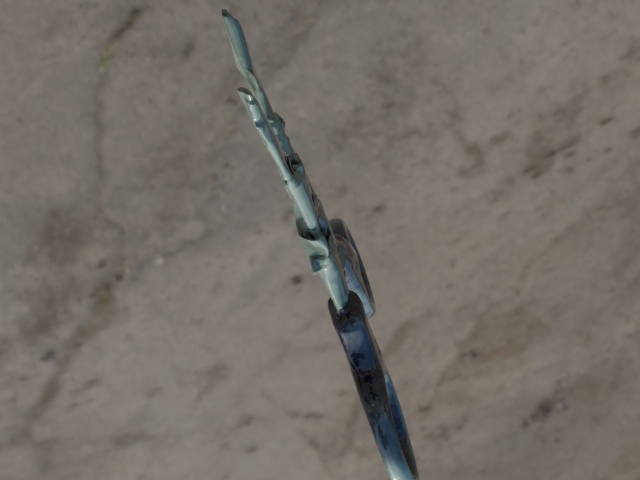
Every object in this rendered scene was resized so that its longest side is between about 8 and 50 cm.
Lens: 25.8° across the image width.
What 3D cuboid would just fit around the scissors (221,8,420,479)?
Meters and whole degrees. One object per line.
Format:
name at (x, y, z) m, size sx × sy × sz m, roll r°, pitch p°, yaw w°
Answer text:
scissors at (0.000, 0.000, 0.999) m, size 0.029 × 0.256 × 0.383 m, roll -17°, pitch 139°, yaw 5°
